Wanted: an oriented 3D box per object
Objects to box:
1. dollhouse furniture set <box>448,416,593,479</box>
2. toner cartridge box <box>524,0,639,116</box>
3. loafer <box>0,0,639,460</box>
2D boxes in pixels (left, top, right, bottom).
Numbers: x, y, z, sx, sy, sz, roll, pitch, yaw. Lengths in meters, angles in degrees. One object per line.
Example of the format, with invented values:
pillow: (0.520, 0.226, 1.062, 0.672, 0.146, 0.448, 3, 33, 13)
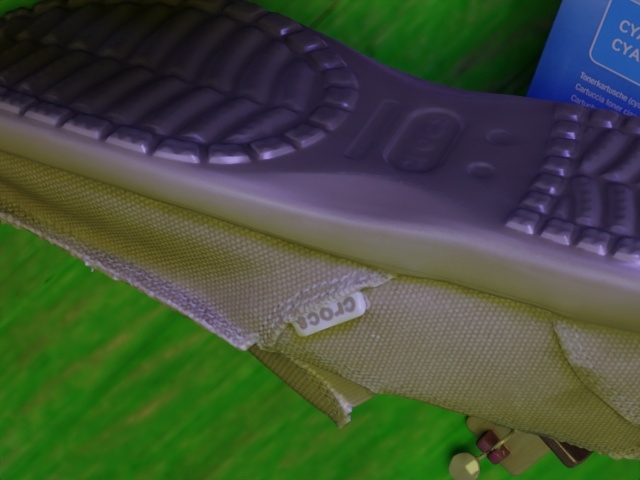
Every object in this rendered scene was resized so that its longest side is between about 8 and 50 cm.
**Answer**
dollhouse furniture set: (0.052, 0.024, 0.641, 0.114, 0.091, 0.081, 48, 142, 4)
toner cartridge box: (0.231, -0.010, 0.503, 0.348, 0.075, 0.165, 30, 126, 17)
loafer: (0.000, 0.000, 0.543, 0.268, 0.102, 0.092, 17, 126, 22)
